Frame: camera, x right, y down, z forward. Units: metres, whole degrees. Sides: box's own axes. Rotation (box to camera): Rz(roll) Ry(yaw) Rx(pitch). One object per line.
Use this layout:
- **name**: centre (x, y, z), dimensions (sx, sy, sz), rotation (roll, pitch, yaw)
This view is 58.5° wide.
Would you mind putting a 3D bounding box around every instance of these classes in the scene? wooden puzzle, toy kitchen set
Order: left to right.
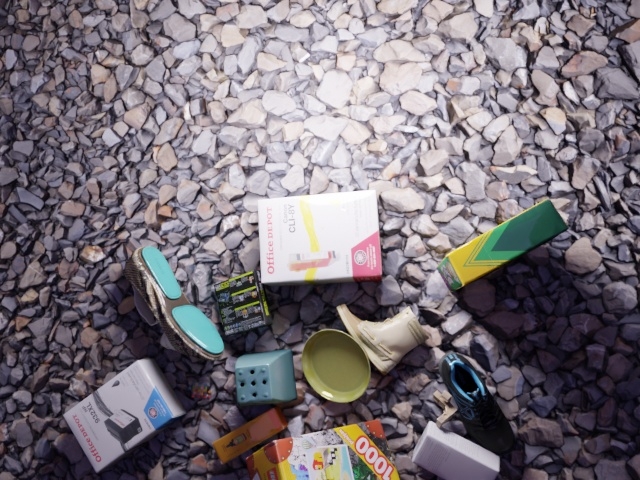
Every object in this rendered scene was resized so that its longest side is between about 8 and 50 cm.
- **wooden puzzle**: centre (-0.403, 0.500, 1.904), dimensions (0.083, 0.006, 0.049), rotation (2, 82, 8)
- **toy kitchen set**: centre (0.364, 0.506, 1.744), dimensions (0.075, 0.068, 0.083), rotation (-30, 54, -27)

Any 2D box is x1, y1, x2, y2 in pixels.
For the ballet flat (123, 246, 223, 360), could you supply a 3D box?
- **ballet flat**: centre (-0.503, 0.240, 1.899), dimensions (0.182, 0.164, 0.482), rotation (-46, 72, 21)

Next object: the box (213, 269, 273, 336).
- **box**: centre (-0.255, 0.207, 1.869), dimensions (0.191, 0.045, 0.184), rotation (-22, 75, 33)

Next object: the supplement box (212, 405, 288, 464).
- **supplement box**: centre (-0.224, 0.621, 1.827), dimensions (0.234, 0.080, 0.078), rotation (-30, 78, 1)

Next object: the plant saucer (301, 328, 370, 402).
- **plant saucer**: centre (0.053, 0.392, 1.804), dimensions (0.241, 0.037, 0.240), rotation (6, 103, 27)

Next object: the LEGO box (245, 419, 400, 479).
- **LEGO box**: centre (0.052, 0.784, 1.549), dimensions (0.373, 0.193, 0.499), rotation (1, 58, -35)

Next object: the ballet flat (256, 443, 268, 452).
- **ballet flat**: centre (-0.180, 0.751, 1.805), dimensions (0.074, 0.074, 0.203), rotation (-3, 82, 7)

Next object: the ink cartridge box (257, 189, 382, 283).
- **ink cartridge box**: centre (0.000, 0.000, 1.846), dimensions (0.385, 0.160, 0.279), rotation (-4, 82, 7)

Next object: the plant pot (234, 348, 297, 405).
- **plant pot**: centre (-0.182, 0.431, 1.769), dimensions (0.166, 0.234, 0.165), rotation (-8, 81, 7)

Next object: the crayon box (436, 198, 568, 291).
- **crayon box**: centre (0.510, 0.030, 1.670), dimensions (0.313, 0.363, 0.106), rotation (-30, 79, 3)

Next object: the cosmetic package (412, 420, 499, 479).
- **cosmetic package**: centre (0.407, 0.657, 1.717), dimensions (0.231, 0.085, 0.117), rotation (26, 110, 9)

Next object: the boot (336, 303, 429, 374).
- **boot**: centre (0.195, 0.265, 1.813), dimensions (0.203, 0.095, 0.262), rotation (-39, 80, 1)

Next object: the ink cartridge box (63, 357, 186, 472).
- **ink cartridge box**: centre (-0.636, 0.565, 1.863), dimensions (0.308, 0.129, 0.223), rotation (-36, 79, 1)

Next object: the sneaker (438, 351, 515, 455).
- **sneaker**: centre (0.468, 0.499, 1.720), dimensions (0.125, 0.139, 0.340), rotation (-34, 80, -1)
